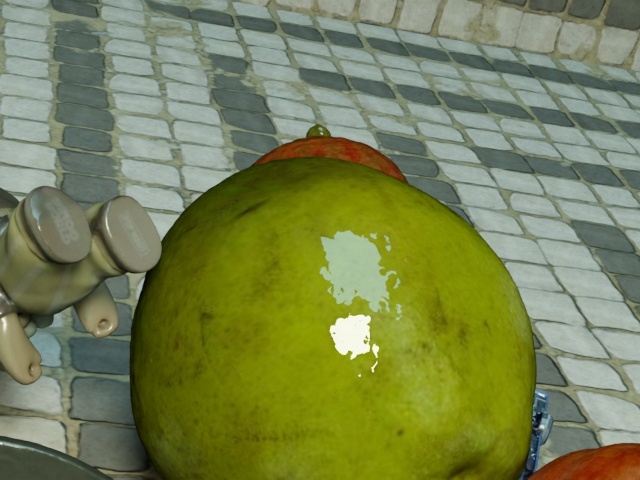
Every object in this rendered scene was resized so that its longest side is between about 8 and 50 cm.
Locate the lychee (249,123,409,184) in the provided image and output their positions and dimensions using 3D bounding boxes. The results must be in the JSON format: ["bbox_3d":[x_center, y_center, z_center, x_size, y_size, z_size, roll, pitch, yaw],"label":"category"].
[{"bbox_3d":[0.000,0.000,1.652,0.255,0.255,0.300,14,54,-1],"label":"lychee"}]

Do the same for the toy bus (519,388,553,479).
[{"bbox_3d":[0.167,0.220,1.446,0.079,0.094,0.236,23,26,3],"label":"toy bus"}]

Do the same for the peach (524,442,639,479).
[{"bbox_3d":[0.220,0.285,1.192,0.256,0.232,0.232,-24,42,-34],"label":"peach"}]

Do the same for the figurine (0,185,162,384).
[{"bbox_3d":[-0.312,0.029,1.347,0.380,0.203,0.248,-14,11,42],"label":"figurine"}]

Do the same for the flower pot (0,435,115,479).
[{"bbox_3d":[-0.244,0.266,1.033,0.269,0.166,0.269,10,23,-4],"label":"flower pot"}]

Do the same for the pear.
[{"bbox_3d":[0.003,0.095,1.321,0.352,0.352,0.413,-2,31,-33],"label":"pear"}]
